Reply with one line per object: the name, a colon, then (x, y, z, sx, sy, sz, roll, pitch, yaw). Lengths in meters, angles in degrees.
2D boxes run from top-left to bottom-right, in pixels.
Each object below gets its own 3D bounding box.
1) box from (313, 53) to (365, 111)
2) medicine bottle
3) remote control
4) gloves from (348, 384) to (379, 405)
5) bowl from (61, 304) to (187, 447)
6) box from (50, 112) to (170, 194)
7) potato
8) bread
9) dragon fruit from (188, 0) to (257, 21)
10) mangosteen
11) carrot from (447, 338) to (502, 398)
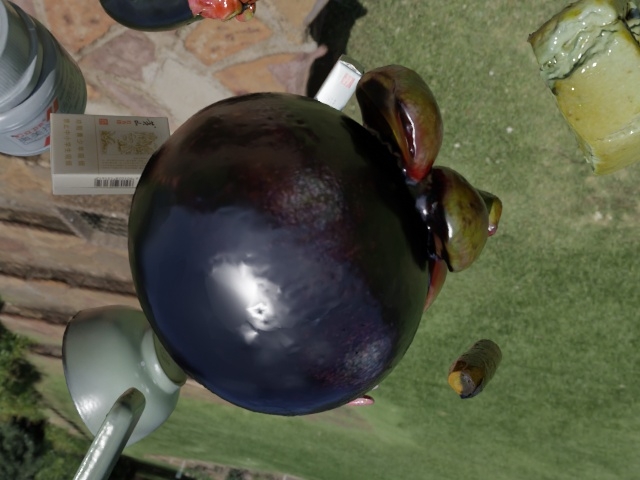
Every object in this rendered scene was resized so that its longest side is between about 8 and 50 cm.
box: (0.017, -0.362, 1.714, 0.079, 0.135, 0.269, 32, 114, -8)
medicine bottle: (-0.593, -0.308, 1.170, 0.244, 0.245, 0.306, 14, 170, 5)
remote control: (-0.312, 0.333, 0.830, 0.038, 0.310, 0.090, 29, -176, 1)
gloves: (0.021, 0.317, 1.522, 0.241, 0.126, 0.145, 44, 151, 16)
bowl: (-0.447, 0.306, 1.571, 0.185, 0.354, 0.354, -21, 146, 7)
box: (-0.359, -0.149, 1.109, 0.201, 0.141, 0.058, -4, 149, -22)
potato: (-0.413, -0.655, 1.655, 0.326, 0.221, 0.243, -10, -159, -10)
bread: (0.330, -0.185, 0.739, 0.124, 0.186, 0.257, -24, 167, 27)
dragon fruit: (-0.211, -0.611, 1.366, 0.305, 0.306, 0.226, 22, 134, -12)
mangosteen: (0.000, 0.000, 0.743, 0.434, 0.382, 0.382, -21, 146, 8)
carrot: (0.316, 0.262, 1.313, 0.082, 0.082, 0.173, 1, -169, 29)
